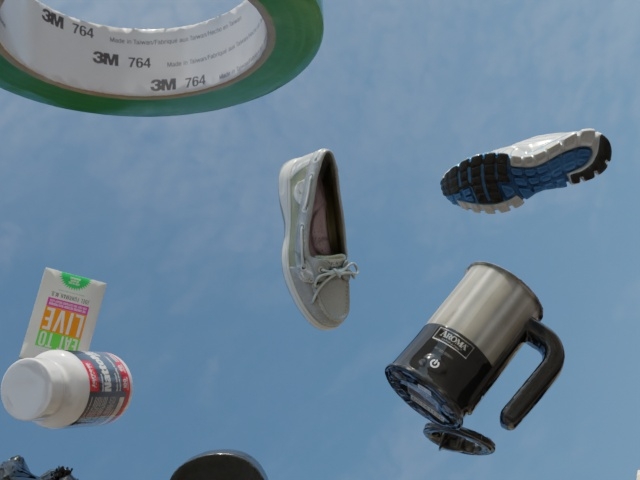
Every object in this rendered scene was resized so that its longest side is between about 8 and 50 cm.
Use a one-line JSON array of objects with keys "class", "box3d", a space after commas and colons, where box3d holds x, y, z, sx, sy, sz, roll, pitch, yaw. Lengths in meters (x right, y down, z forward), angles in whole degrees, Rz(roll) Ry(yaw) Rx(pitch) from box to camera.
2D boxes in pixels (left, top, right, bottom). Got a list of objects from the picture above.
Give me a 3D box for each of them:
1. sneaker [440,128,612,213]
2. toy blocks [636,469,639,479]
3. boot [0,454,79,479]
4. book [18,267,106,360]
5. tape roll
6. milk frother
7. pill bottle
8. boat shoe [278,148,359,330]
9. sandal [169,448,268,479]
[{"class": "sneaker", "box3d": [0.228, -0.081, 1.045, 0.191, 0.083, 0.071, -13, -76, 0]}, {"class": "toy blocks", "box3d": [0.479, 0.446, 1.046, 0.309, 0.260, 0.288, 4, -87, -69]}, {"class": "boot", "box3d": [-0.327, 0.278, 0.776, 0.207, 0.094, 0.246, -52, -23, 4]}, {"class": "book", "box3d": [-0.391, 0.123, 1.390, 0.096, 0.035, 0.144, 16, -113, -15]}, {"class": "tape roll", "box3d": [-0.158, -0.205, 0.780, 0.321, 0.321, 0.077, 15, -114, -45]}, {"class": "milk frother", "box3d": [0.143, 0.119, 0.849, 0.134, 0.129, 0.143, -47, -9, -22]}, {"class": "pill bottle", "box3d": [-0.348, 0.205, 1.256, 0.108, 0.108, 0.180, -60, -20, 3]}, {"class": "boat shoe", "box3d": [0.002, -0.001, 1.627, 0.118, 0.103, 0.320, 3, -104, -40]}, {"class": "sandal", "box3d": [-0.096, 0.476, 1.081, 0.168, 0.107, 0.445, -16, -92, 4]}]
